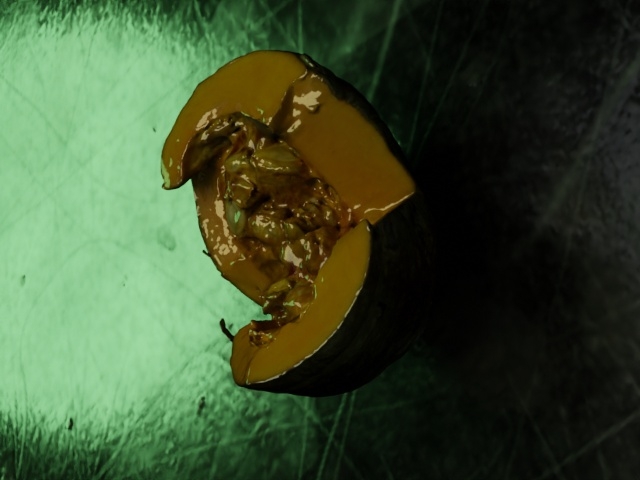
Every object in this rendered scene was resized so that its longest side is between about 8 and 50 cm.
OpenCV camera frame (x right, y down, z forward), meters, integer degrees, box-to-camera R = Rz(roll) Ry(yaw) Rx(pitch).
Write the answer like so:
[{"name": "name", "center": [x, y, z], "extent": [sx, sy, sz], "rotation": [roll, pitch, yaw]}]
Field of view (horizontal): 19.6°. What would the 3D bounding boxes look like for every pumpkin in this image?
[{"name": "pumpkin", "center": [0.000, 0.000, 0.901], "extent": [0.119, 0.107, 0.183], "rotation": [-40, 49, 27]}]
